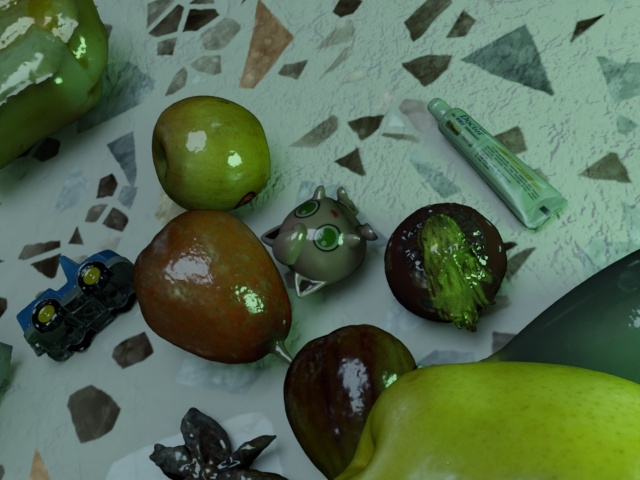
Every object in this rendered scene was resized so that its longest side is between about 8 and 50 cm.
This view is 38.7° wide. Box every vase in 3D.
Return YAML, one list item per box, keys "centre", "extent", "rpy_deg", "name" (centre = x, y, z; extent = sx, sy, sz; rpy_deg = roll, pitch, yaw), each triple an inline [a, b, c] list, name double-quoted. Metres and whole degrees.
- centre: [0.276, 0.137, 1.028]
  extent: [0.321, 0.173, 0.173]
  rpy_deg: [-25, 56, 15]
  name: "vase"

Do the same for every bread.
- centre: [-0.508, -0.290, 1.534]
  extent: [0.341, 0.210, 0.300]
  rpy_deg: [-37, 67, -2]
  name: "bread"

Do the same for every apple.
- centre: [-0.158, -0.125, 1.333]
  extent: [0.155, 0.182, 0.182]
  rpy_deg: [-13, 53, -22]
  name: "apple"

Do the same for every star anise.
- centre: [-0.144, 0.315, 1.136]
  extent: [0.212, 0.073, 0.197]
  rpy_deg: [12, 65, 29]
  name: "star anise"

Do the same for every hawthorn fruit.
- centre: [-0.122, 0.078, 1.193]
  extent: [0.251, 0.199, 0.199]
  rpy_deg: [37, 80, 19]
  name: "hawthorn fruit"

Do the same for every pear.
- centre: [0.206, 0.288, 0.836]
  extent: [0.418, 0.362, 0.362]
  rpy_deg: [27, 73, 1]
  name: "pear"

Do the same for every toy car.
- centre: [-0.354, 0.083, 1.331]
  extent: [0.191, 0.097, 0.100]
  rpy_deg: [-40, 55, -3]
  name: "toy car"

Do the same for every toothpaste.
- centre: [0.230, -0.114, 1.249]
  extent: [0.067, 0.037, 0.255]
  rpy_deg: [-36, 59, -7]
  name: "toothpaste"

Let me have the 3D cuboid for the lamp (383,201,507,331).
- centre: [0.154, 0.021, 1.144]
  extent: [0.157, 0.135, 0.156]
  rpy_deg: [17, 69, 30]
  name: "lamp"

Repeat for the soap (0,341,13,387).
- centre: [-0.659, 0.272, 1.199]
  extent: [0.212, 0.350, 0.435]
  rpy_deg: [10, 69, 25]
  name: "soap"

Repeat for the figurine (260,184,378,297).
- centre: [0.000, 0.000, 1.224]
  extent: [0.138, 0.125, 0.125]
  rpy_deg: [-30, 56, -3]
  name: "figurine"

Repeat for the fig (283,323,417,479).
- centre: [0.054, 0.234, 1.058]
  extent: [0.170, 0.145, 0.274]
  rpy_deg: [-30, 55, 21]
  name: "fig"
